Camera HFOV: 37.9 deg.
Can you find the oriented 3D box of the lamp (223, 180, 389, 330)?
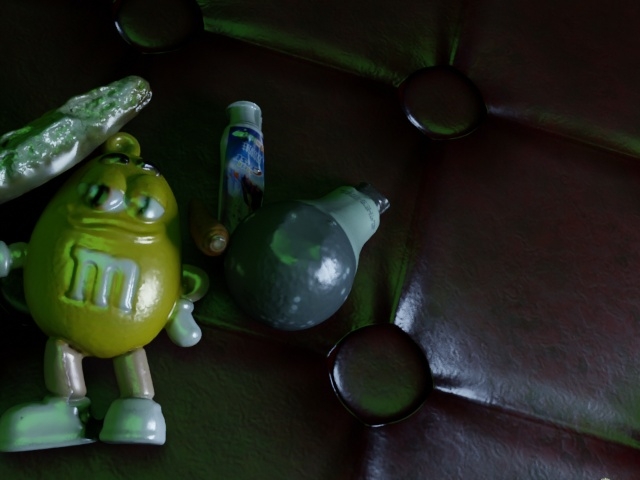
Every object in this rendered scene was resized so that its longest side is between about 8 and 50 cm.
[{"bbox_3d":[0.009,0.012,1.329,0.313,0.182,0.182,-24,69,-32],"label":"lamp"}]

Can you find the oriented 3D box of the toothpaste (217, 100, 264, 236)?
[{"bbox_3d":[-0.120,-0.088,1.407,0.061,0.096,0.266,-17,56,28],"label":"toothpaste"}]

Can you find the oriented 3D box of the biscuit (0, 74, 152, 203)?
[{"bbox_3d":[-0.381,-0.133,1.267,0.335,0.329,0.078,-25,108,-4],"label":"biscuit"}]

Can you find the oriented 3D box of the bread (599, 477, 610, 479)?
[{"bbox_3d":[0.367,0.413,1.223,0.134,0.085,0.173,-19,67,-17],"label":"bread"}]

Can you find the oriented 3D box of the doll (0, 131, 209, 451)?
[{"bbox_3d":[-0.313,0.084,1.238,0.348,0.161,0.423,-23,84,-27],"label":"doll"}]

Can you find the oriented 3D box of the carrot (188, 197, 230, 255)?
[{"bbox_3d":[-0.166,-0.027,1.320,0.048,0.048,0.216,-10,21,-14],"label":"carrot"}]
